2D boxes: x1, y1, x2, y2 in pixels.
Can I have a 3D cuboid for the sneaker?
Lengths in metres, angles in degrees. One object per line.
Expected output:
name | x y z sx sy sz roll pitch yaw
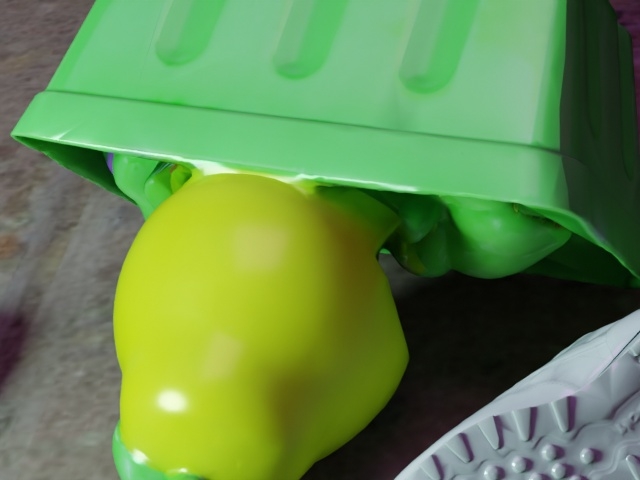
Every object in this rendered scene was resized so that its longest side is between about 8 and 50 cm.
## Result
sneaker | 0.129 0.111 0.883 0.235 0.090 0.095 -28 9 -14

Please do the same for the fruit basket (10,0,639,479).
fruit basket | 0.000 0.000 0.975 0.392 0.283 0.392 -5 76 22
